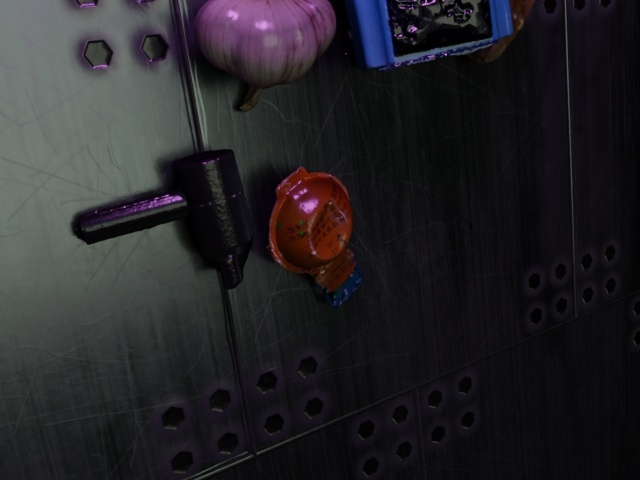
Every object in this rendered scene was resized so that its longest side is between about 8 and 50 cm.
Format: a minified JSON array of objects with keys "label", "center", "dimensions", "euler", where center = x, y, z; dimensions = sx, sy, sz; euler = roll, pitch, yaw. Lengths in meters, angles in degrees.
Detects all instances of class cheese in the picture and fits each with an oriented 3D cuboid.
[{"label":"cheese","center":[0.000,0.000,1.365],"dimensions":[0.217,0.129,0.329],"euler":[-44,130,-20]}]

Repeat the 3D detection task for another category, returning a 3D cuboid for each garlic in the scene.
[{"label":"garlic","center":[-0.109,-0.333,1.208],"dimensions":[0.245,0.245,0.253],"euler":[-18,140,-27]}]

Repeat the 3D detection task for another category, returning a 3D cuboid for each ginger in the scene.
[{"label":"ginger","center":[0.359,-0.531,1.482],"dimensions":[0.221,0.130,0.275],"euler":[40,79,-19]}]

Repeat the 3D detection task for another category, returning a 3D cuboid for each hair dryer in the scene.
[{"label":"hair dryer","center":[-0.274,-0.012,1.224],"dimensions":[0.303,0.116,0.244],"euler":[-16,107,-16]}]

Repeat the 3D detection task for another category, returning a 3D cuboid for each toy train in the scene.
[{"label":"toy train","center":[0.188,-0.427,1.295],"dimensions":[0.301,0.265,0.187],"euler":[-14,109,-4]}]
